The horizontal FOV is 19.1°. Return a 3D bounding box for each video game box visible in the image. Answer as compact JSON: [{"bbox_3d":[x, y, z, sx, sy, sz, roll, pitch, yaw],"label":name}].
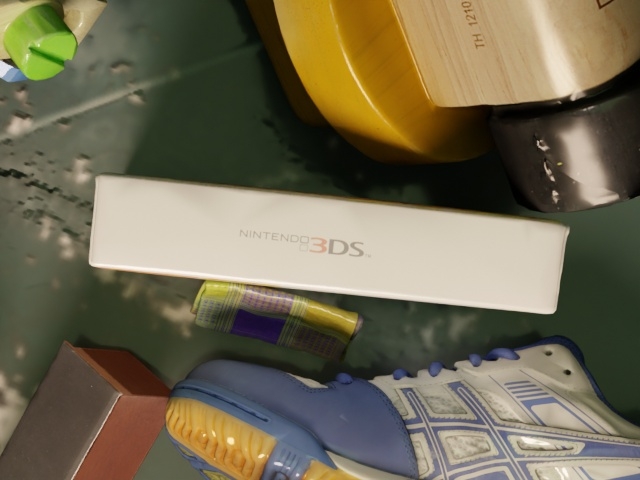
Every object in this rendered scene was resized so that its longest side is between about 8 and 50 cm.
[{"bbox_3d":[0.000,0.000,0.899,0.205,0.187,0.048,6,88,-2],"label":"video game box"}]

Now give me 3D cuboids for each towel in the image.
[{"bbox_3d":[-0.022,0.040,0.959,0.083,0.060,0.009,16,65,-7],"label":"towel"}]

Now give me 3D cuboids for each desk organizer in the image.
[{"bbox_3d":[-0.129,0.118,0.957,0.047,0.050,0.130,38,105,31],"label":"desk organizer"}]

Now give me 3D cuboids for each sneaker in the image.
[{"bbox_3d":[0.073,0.102,0.956,0.297,0.112,0.131,20,71,-4],"label":"sneaker"}]

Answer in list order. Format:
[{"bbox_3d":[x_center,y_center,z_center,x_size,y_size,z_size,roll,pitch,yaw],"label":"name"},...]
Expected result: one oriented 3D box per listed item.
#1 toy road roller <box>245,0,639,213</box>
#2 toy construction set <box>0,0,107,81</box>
[{"bbox_3d":[0.101,-0.162,0.913,0.329,0.241,0.202,-38,115,-37],"label":"toy road roller"},{"bbox_3d":[-0.217,-0.157,0.869,0.151,0.215,0.327,-36,68,26],"label":"toy construction set"}]
